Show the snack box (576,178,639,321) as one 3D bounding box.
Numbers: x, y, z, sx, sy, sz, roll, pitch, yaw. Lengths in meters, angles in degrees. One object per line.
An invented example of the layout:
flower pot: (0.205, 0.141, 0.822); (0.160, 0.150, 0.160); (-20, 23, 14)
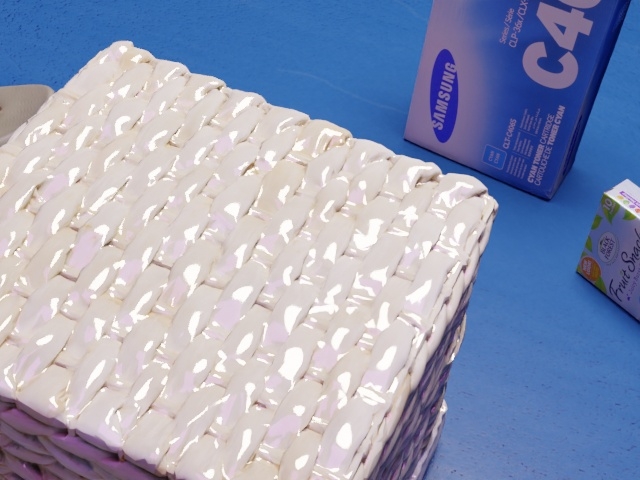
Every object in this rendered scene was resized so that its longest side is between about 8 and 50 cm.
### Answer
snack box: (0.296, 0.027, 1.066); (0.037, 0.100, 0.141); (-26, 54, -32)

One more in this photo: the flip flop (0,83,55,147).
flip flop: (-0.383, -0.134, 1.126); (0.277, 0.080, 0.112); (8, 41, 0)

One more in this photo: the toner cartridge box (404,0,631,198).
toner cartridge box: (0.191, -0.214, 1.123); (0.165, 0.348, 0.075); (25, 45, 17)

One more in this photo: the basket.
basket: (-0.095, 0.094, 0.805); (0.328, 0.266, 0.331); (23, 46, 12)
